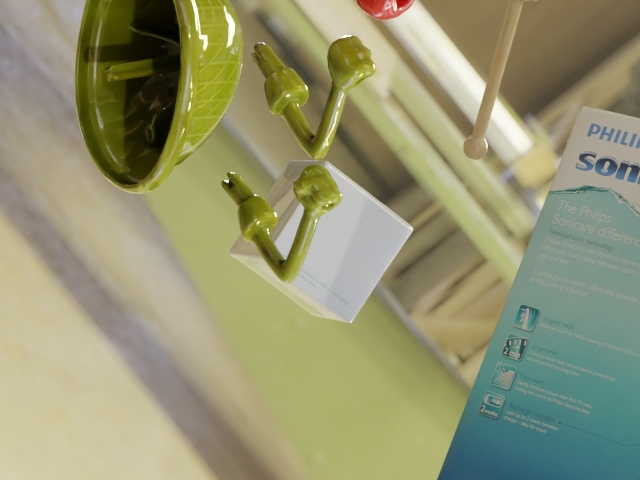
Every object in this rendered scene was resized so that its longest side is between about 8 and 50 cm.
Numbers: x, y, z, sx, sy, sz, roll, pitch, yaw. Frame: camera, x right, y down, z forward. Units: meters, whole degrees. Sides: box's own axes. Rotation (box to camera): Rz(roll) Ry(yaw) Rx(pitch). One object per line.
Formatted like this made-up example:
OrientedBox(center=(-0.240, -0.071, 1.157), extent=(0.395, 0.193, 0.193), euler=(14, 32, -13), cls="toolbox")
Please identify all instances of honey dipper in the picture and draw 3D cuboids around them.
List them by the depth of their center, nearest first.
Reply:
OrientedBox(center=(0.129, -0.132, 1.403), extent=(0.030, 0.161, 0.030), euler=(13, 17, -4), cls="honey dipper")

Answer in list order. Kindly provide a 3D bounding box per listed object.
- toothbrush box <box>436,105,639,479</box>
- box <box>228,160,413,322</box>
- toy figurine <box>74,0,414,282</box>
OrientedBox(center=(0.244, 0.078, 1.386), extent=(0.216, 0.296, 0.126), euler=(16, -9, 34), cls="toothbrush box")
OrientedBox(center=(0.000, 0.000, 1.664), extent=(0.101, 0.102, 0.087), euler=(37, -13, -20), cls="box")
OrientedBox(center=(0.026, -0.187, 0.922), extent=(0.191, 0.363, 0.217), euler=(31, 37, 28), cls="toy figurine")
